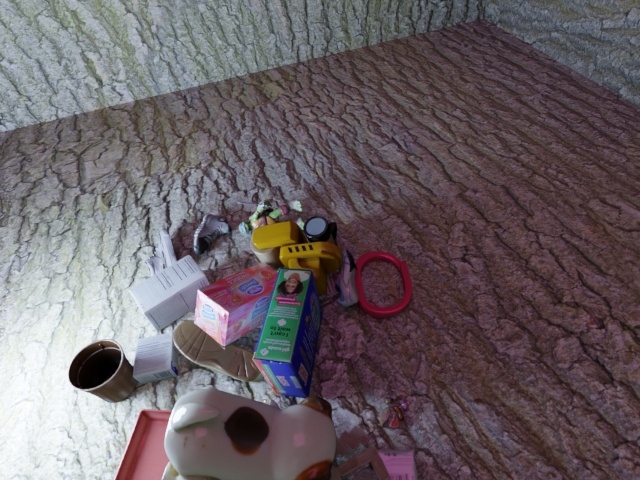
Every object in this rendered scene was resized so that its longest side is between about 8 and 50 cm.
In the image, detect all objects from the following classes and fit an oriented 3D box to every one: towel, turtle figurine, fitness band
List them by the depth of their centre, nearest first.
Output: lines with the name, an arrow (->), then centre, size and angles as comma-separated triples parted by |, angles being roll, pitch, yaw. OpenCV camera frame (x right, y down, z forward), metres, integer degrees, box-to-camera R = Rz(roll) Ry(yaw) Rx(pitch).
fitness band -> 0.230, 0.157, 1.493 | 0.209, 0.054, 0.290 | -6, 48, 4
towel -> -0.029, 0.160, 1.514 | 0.197, 0.029, 0.144 | -16, 56, -5
turtle figurine -> -0.192, -0.065, 1.637 | 0.266, 0.275, 0.197 | -18, 83, -15

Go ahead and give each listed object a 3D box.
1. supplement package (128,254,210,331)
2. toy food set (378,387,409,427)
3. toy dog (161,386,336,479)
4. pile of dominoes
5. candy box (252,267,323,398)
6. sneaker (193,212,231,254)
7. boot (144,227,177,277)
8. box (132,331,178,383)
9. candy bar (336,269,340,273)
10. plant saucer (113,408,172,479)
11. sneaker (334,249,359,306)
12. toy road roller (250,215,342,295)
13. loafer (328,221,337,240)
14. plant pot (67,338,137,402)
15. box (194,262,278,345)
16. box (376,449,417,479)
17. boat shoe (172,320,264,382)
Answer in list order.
supplement package -> -0.544, 0.193, 1.482 | 0.244, 0.139, 0.134 | -33, 55, -23
toy food set -> 0.226, 0.508, 1.203 | 0.078, 0.019, 0.122 | 13, 52, 17
toy dog -> -0.160, 0.498, 1.019 | 0.408, 0.395, 0.284 | 8, 35, -5
pile of dominoes -> 0.051, 0.629, 1.062 | 0.251, 0.040, 0.196 | -28, 39, -1
candy box -> -0.086, 0.292, 1.260 | 0.122, 0.268, 0.317 | 1, 49, 11
sneaker -> -0.452, -0.032, 1.706 | 0.132, 0.086, 0.228 | 2, 48, 5
boot -> -0.662, 0.058, 1.638 | 0.123, 0.095, 0.258 | -18, 50, -19
box -> -0.551, 0.396, 1.349 | 0.126, 0.072, 0.137 | -11, 49, -4
candy bar -> 0.008, 0.121, 1.566 | 0.162, 0.018, 0.040 | -8, 49, 0
plant saucer -> -0.436, 0.631, 1.148 | 0.259, 0.047, 0.259 | 1, 48, 7
sneaker -> 0.090, 0.132, 1.462 | 0.086, 0.085, 0.237 | -16, 47, 19
toy road roller -> -0.084, 0.072, 1.441 | 0.330, 0.202, 0.240 | -7, 56, 13
loafer -> 0.000, 0.000, 1.631 | 0.078, 0.080, 0.220 | 19, 54, 21
plant pot -> -0.675, 0.427, 1.273 | 0.167, 0.165, 0.167 | -4, 49, 4
box -> -0.257, 0.207, 1.360 | 0.154, 0.142, 0.300 | 30, 30, 27
box -> 0.201, 0.619, 1.062 | 0.101, 0.087, 0.102 | -3, 48, 5
boat shoe -> -0.339, 0.378, 1.319 | 0.341, 0.110, 0.121 | 23, 63, 20
